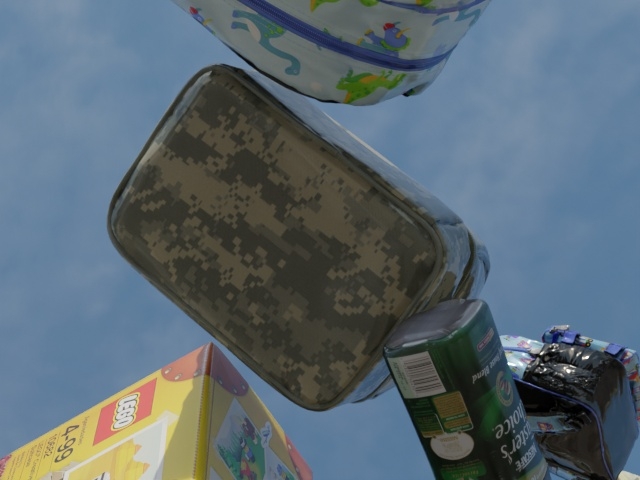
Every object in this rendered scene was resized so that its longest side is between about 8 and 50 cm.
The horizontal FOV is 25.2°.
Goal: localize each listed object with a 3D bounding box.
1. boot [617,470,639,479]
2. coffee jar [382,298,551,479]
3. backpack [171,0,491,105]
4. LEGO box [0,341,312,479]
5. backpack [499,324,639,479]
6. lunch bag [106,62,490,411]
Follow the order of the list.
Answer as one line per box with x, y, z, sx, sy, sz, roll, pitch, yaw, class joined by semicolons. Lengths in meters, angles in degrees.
0.427;0.363;1.686;0.165;0.213;0.077;6;-45;-30;boot
0.119;0.144;1.118;0.079;0.096;0.184;-15;-77;28;coffee jar
-0.023;-0.266;1.172;0.273;0.290;0.355;-41;-100;35;backpack
-0.204;0.362;1.217;0.372;0.500;0.193;-30;-67;13;LEGO box
0.223;0.158;1.435;0.117;0.173;0.158;-54;-39;-29;backpack
0.000;0.000;1.305;0.305;0.256;0.212;38;-75;16;lunch bag
